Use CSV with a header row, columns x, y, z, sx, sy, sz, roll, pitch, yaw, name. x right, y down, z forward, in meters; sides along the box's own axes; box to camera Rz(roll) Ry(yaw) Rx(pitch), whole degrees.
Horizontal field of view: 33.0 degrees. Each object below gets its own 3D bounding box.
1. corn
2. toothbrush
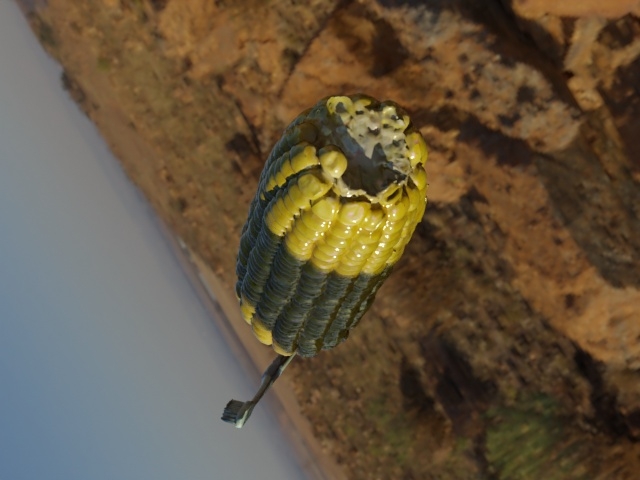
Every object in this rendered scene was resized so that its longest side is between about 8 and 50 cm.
x,y,z,sx,sy,sz,roll,pitch,yaw,name
0.000,0.000,0.535,0.080,0.080,0.238,57,161,15,corn
-0.044,0.115,0.951,0.219,0.019,0.016,-46,-33,-69,toothbrush
